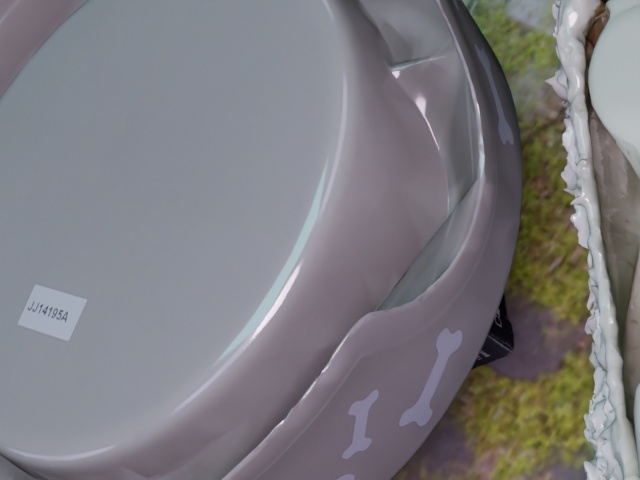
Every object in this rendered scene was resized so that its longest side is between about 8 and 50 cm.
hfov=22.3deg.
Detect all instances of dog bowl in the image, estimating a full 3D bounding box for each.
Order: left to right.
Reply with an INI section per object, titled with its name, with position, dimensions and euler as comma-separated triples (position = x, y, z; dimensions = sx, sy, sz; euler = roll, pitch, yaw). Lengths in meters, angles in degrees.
[dog bowl]
position = -0.063, -0.008, 0.727
dimensions = 0.349, 0.102, 0.348
euler = -22, 54, 33

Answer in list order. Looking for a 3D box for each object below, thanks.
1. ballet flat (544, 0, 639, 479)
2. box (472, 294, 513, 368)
[ballet flat]
position = 0.150, 0.033, 0.611
dimensions = 0.147, 0.147, 0.409
euler = -29, 48, 26
[box]
position = 0.000, 0.000, 0.809
dimensions = 0.158, 0.093, 0.156
euler = -26, 50, 30
